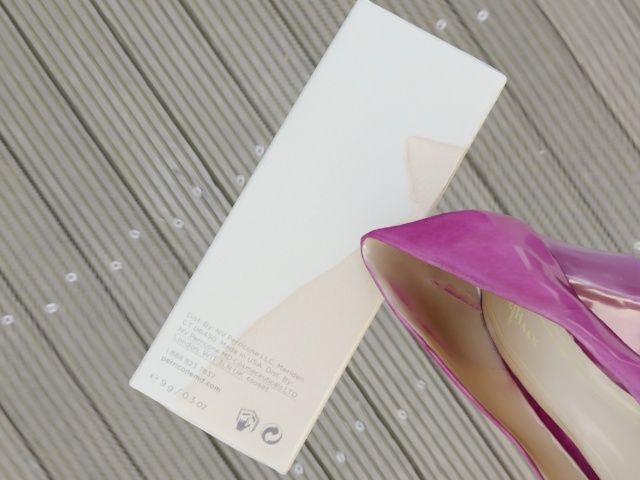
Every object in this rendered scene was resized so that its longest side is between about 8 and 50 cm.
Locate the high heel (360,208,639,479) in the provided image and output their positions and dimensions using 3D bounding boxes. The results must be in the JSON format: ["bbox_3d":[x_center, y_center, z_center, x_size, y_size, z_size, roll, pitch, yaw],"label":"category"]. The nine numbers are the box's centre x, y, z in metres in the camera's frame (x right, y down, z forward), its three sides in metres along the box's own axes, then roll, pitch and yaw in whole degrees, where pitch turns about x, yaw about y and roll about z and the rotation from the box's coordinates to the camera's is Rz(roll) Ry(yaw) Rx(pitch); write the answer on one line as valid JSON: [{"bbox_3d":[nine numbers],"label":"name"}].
[{"bbox_3d":[0.107,0.099,0.503,0.181,0.377,0.127,7,113,-1],"label":"high heel"}]

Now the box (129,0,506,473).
[{"bbox_3d":[0.000,0.000,0.733,0.121,0.148,0.311,30,82,3],"label":"box"}]
